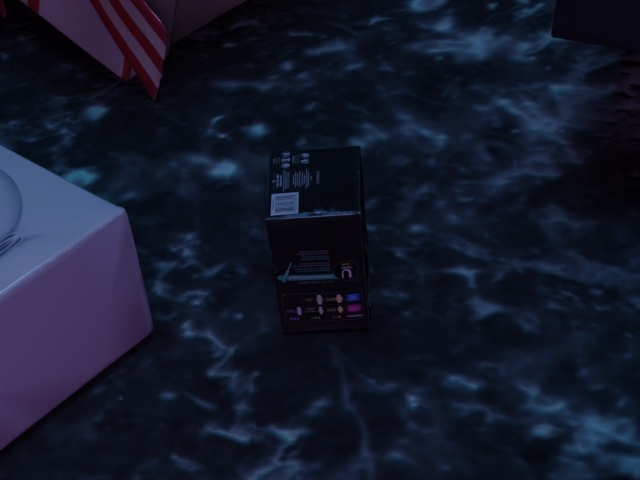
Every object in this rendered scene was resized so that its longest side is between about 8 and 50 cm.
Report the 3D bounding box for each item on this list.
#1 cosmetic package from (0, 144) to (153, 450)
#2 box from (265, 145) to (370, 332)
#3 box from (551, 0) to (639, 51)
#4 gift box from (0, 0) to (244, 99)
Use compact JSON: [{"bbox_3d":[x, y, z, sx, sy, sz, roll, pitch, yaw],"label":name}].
[{"bbox_3d":[-0.322,0.062,0.667,0.284,0.097,0.377,24,48,34],"label":"cosmetic package"},{"bbox_3d":[0.000,0.000,0.709,0.052,0.083,0.062,-4,40,4],"label":"box"},{"bbox_3d":[0.263,-0.163,0.781,0.184,0.103,0.261,11,16,22],"label":"box"},{"bbox_3d":[-0.138,-0.273,0.932,0.255,0.276,0.258,35,50,22],"label":"gift box"}]
